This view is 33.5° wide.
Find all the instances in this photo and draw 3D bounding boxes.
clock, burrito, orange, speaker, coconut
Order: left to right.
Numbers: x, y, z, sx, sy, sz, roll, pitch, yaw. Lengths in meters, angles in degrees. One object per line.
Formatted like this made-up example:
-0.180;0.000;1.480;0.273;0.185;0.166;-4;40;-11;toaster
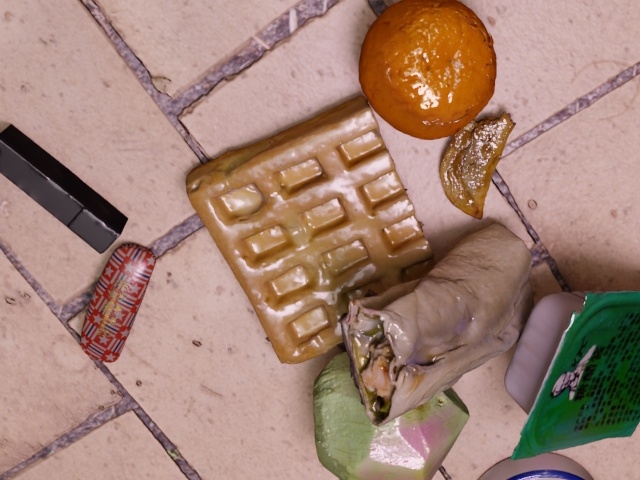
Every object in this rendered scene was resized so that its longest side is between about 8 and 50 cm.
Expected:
-0.379;-0.073;1.523;0.218;0.082;0.044;40;104;-14;speaker
0.106;0.267;1.587;0.236;0.236;0.204;-8;128;2;coconut
0.143;-0.233;1.439;0.193;0.161;0.193;-1;98;-8;orange
0.190;0.108;1.478;0.332;0.135;0.190;-26;100;-30;burrito
0.353;0.459;1.724;0.231;0.083;0.230;0;107;1;clock

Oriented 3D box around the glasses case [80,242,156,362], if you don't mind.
-0.309;0.096;1.600;0.073;0.049;0.194;21;107;-8;glasses case

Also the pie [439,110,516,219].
0.223;-0.116;1.547;0.092;0.034;0.169;16;114;-8;pie

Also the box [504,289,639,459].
0.391;0.168;1.552;0.337;0.106;0.264;2;114;-43;box

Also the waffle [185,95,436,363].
0.000;-0.001;1.559;0.304;0.077;0.348;-25;108;8;waffle
